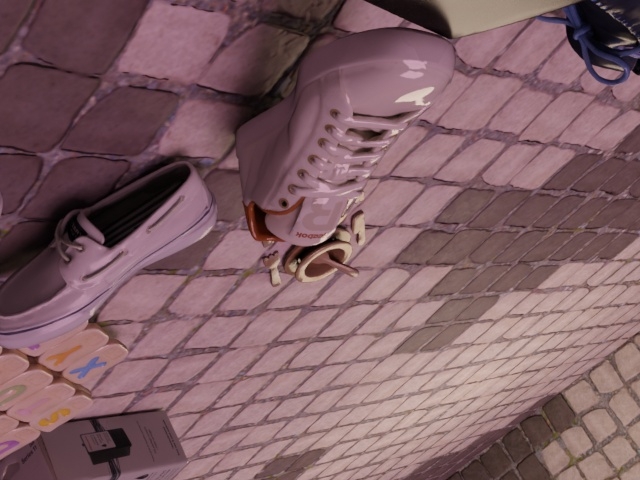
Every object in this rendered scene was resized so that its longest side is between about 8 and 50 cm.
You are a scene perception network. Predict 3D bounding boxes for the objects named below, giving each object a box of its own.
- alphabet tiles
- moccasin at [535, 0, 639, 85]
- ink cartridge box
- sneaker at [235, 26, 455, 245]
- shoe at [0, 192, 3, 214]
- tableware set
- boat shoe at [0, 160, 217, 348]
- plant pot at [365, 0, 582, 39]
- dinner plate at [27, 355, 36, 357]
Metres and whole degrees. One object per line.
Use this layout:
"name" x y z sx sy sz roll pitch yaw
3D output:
"alphabet tiles" -0.340 0.163 0.985 0.278 0.021 0.284 -29 156 -2
"moccasin" 0.290 -0.203 0.907 0.117 0.137 0.342 -39 153 28
"ink cartridge box" -0.301 0.301 1.244 0.208 0.086 0.153 3 138 -49
"sneaker" 0.017 -0.064 0.752 0.106 0.123 0.290 4 165 -23
"shoe" -0.308 -0.023 0.660 0.178 0.063 0.081 -14 156 -23
"tableware set" 0.000 0.000 1.074 0.128 0.039 0.194 -26 155 -10
"boat shoe" -0.197 0.002 0.834 0.226 0.083 0.075 -36 145 -15
"plant pot" 0.095 -0.233 0.600 0.167 0.187 0.188 -31 159 33
"dinner plate" -0.333 0.128 0.970 0.141 0.017 0.141 -24 154 -13
